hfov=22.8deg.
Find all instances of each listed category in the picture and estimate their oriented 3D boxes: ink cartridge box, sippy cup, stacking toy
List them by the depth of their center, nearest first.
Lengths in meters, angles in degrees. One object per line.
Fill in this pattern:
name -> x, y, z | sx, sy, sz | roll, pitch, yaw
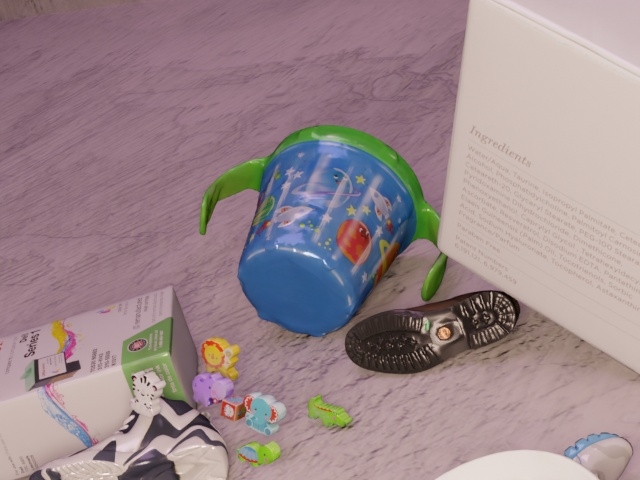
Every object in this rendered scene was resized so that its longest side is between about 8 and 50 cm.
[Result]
stacking toy -> -0.095, 0.188, 1.875 | 0.221, 0.052, 0.167 | 21, 24, 28
ink cartridge box -> -0.308, 0.186, 2.063 | 0.278, 0.117, 0.201 | -17, 24, 4
sippy cup -> 0.000, 0.000, 2.144 | 0.305, 0.240, 0.224 | -13, 33, 34

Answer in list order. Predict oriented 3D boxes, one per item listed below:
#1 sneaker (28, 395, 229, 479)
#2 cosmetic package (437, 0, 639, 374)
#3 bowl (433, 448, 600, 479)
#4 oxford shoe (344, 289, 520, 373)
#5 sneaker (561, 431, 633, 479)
sneaker -> -0.229, 0.252, 1.898 | 0.235, 0.094, 0.153 | -17, 23, 1
cosmetic package -> 0.369, -0.129, 1.812 | 0.327, 0.393, 0.329 | 33, 51, 28
bowl -> 0.158, 0.335, 1.345 | 0.298, 0.134, 0.298 | -30, 33, 23
oxford shoe -> 0.143, 0.114, 1.977 | 0.227, 0.082, 0.096 | -12, 2, 18
sneaker -> 0.250, 0.268, 1.577 | 0.191, 0.071, 0.083 | -36, 35, -17
